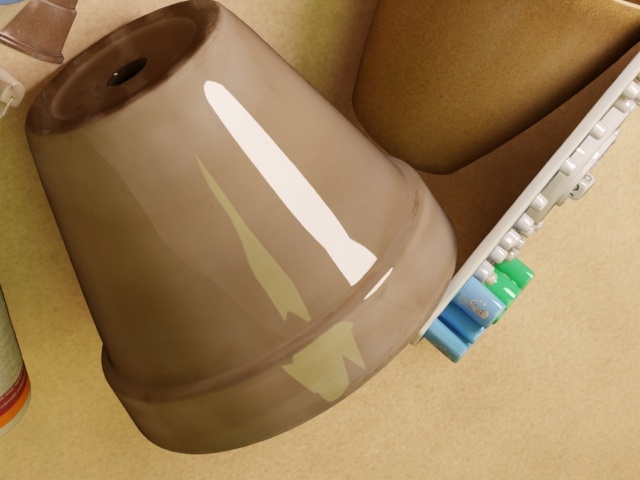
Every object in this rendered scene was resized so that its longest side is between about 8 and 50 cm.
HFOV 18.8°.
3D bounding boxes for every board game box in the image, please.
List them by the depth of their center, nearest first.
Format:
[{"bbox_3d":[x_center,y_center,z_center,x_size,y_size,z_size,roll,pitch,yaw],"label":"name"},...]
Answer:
[{"bbox_3d":[0.241,-0.063,1.744,0.390,0.050,0.390,-51,173,9],"label":"board game box"}]

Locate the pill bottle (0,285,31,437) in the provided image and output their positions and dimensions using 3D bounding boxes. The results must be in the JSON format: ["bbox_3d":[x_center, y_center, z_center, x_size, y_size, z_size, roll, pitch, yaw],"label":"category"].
[{"bbox_3d":[-0.322,0.062,1.612,0.121,0.121,0.221,-23,130,-16],"label":"pill bottle"}]

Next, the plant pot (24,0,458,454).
[{"bbox_3d":[-0.089,-0.035,1.594,0.323,0.323,0.280,-35,115,-6],"label":"plant pot"}]

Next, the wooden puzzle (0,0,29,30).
[{"bbox_3d":[-0.298,-0.189,1.225,0.348,0.080,0.322,-48,144,8],"label":"wooden puzzle"}]

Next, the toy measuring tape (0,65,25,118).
[{"bbox_3d":[-0.386,-0.069,1.500,0.330,0.121,0.121,-35,133,-17],"label":"toy measuring tape"}]

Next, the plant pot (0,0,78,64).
[{"bbox_3d":[-0.228,-0.242,1.441,0.167,0.167,0.165,24,99,-40],"label":"plant pot"}]

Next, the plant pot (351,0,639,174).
[{"bbox_3d":[0.142,-0.185,1.670,0.237,0.237,0.254,12,128,-36],"label":"plant pot"}]
